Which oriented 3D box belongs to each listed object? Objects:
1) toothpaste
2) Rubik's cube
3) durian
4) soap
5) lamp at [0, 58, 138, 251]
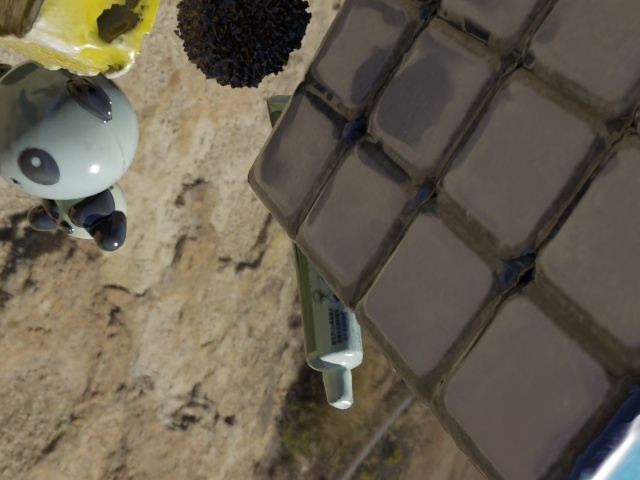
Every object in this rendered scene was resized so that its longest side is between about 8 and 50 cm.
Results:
[{"bbox_3d":[0.000,0.000,0.977,0.061,0.099,0.391,121,-34,-61],"label":"toothpaste"},{"bbox_3d":[0.216,-0.050,0.527,0.337,0.343,0.344,17,112,-38],"label":"Rubik's cube"},{"bbox_3d":[-0.050,-0.133,0.494,0.091,0.080,0.080,44,64,-33],"label":"durian"},{"bbox_3d":[-0.185,-0.302,0.718,0.091,0.199,0.314,21,90,-39],"label":"soap"},{"bbox_3d":[-0.320,-0.111,1.060,0.197,0.198,0.243,-47,144,-42],"label":"lamp"}]
